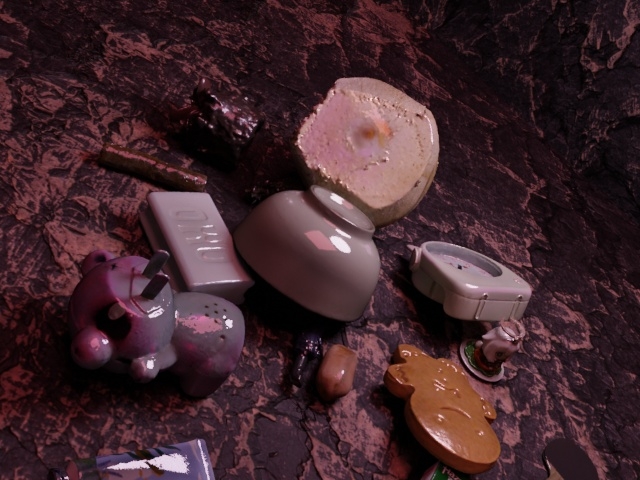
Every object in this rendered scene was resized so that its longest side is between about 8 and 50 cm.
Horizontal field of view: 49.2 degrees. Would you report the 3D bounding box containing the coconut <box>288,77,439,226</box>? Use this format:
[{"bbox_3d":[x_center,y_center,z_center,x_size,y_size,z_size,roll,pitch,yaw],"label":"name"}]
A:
[{"bbox_3d":[0.122,-0.223,1.846,0.404,0.405,0.405,21,37,-17],"label":"coconut"}]

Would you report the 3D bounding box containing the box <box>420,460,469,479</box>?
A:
[{"bbox_3d":[0.262,0.529,1.307,0.199,0.081,0.135,41,36,8],"label":"box"}]

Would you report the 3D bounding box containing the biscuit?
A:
[{"bbox_3d":[0.264,0.346,1.484,0.275,0.052,0.355,24,21,-12],"label":"biscuit"}]

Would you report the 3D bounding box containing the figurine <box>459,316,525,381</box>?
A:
[{"bbox_3d":[0.429,0.251,1.702,0.132,0.154,0.132,20,38,-17],"label":"figurine"}]

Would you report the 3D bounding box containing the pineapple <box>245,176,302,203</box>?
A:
[{"bbox_3d":[-0.121,-0.126,1.804,0.159,0.074,0.074,-8,52,-39],"label":"pineapple"}]

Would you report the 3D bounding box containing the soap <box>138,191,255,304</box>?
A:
[{"bbox_3d":[-0.268,0.017,1.497,0.159,0.088,0.265,-1,47,-39],"label":"soap"}]

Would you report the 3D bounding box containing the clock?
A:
[{"bbox_3d":[0.360,0.096,1.815,0.265,0.109,0.324,4,21,-31],"label":"clock"}]

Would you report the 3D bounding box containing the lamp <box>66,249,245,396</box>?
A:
[{"bbox_3d":[-0.280,0.134,1.223,0.301,0.247,0.247,22,38,-28],"label":"lamp"}]

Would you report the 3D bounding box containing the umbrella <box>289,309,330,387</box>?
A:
[{"bbox_3d":[-0.027,0.209,1.476,0.071,0.071,0.248,31,36,-3],"label":"umbrella"}]

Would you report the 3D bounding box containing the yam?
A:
[{"bbox_3d":[-0.395,-0.169,1.649,0.252,0.061,0.061,19,37,-19],"label":"yam"}]

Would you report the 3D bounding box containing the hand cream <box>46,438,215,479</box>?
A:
[{"bbox_3d":[-0.288,0.364,1.099,0.271,0.058,0.091,8,45,-39],"label":"hand cream"}]

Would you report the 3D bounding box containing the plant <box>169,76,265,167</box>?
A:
[{"bbox_3d":[-0.269,-0.313,1.818,0.234,0.178,0.204,37,36,-4],"label":"plant"}]

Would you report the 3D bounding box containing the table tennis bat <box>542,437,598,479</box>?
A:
[{"bbox_3d":[0.553,0.529,1.584,0.246,0.022,0.138,-12,55,-47],"label":"table tennis bat"}]

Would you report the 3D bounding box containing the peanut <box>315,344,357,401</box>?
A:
[{"bbox_3d":[0.034,0.270,1.446,0.076,0.076,0.152,30,37,-4],"label":"peanut"}]

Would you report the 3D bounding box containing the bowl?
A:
[{"bbox_3d":[0.000,0.000,1.557,0.353,0.185,0.354,32,16,-11],"label":"bowl"}]
